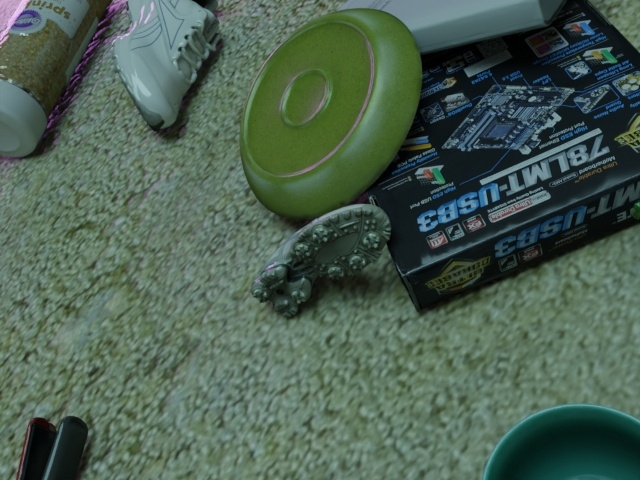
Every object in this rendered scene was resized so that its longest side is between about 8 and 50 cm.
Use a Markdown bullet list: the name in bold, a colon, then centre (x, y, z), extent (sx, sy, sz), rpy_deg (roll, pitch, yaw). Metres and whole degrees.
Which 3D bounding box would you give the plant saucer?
- **plant saucer**: centre (-0.006, -0.142, 0.765), extent (0.241, 0.037, 0.241), rpy_deg (-19, 60, 36)

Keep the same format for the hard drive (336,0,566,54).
- **hard drive**: centre (0.130, -0.263, 0.820), extent (0.307, 0.040, 0.203), rpy_deg (-2, 37, 40)

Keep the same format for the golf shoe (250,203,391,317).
- **golf shoe**: centre (0.000, 0.000, 0.705), extent (0.176, 0.069, 0.086), rpy_deg (-33, 27, 38)

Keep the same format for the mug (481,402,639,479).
- **mug**: centre (0.171, 0.182, 0.497), extent (0.157, 0.097, 0.129), rpy_deg (27, 70, 38)

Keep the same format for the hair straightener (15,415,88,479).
- **hair straightener**: centre (-0.247, 0.269, 0.661), extent (0.089, 0.047, 0.230), rpy_deg (-10, 52, 19)

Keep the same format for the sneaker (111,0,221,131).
- **sneaker**: centre (-0.208, -0.274, 1.024), extent (0.129, 0.111, 0.297), rpy_deg (-13, 52, 9)

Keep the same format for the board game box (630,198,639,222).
- **board game box**: centre (0.376, 0.016, 0.530), extent (0.136, 0.030, 0.260), rpy_deg (-41, 64, -5)

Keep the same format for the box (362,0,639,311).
- **box**: centre (0.177, -0.110, 0.735), extent (0.295, 0.073, 0.293), rpy_deg (-25, 49, 6)

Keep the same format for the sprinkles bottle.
- **sprinkles bottle**: centre (-0.431, -0.296, 1.134), extent (0.121, 0.121, 0.355), rpy_deg (-4, 53, 23)
